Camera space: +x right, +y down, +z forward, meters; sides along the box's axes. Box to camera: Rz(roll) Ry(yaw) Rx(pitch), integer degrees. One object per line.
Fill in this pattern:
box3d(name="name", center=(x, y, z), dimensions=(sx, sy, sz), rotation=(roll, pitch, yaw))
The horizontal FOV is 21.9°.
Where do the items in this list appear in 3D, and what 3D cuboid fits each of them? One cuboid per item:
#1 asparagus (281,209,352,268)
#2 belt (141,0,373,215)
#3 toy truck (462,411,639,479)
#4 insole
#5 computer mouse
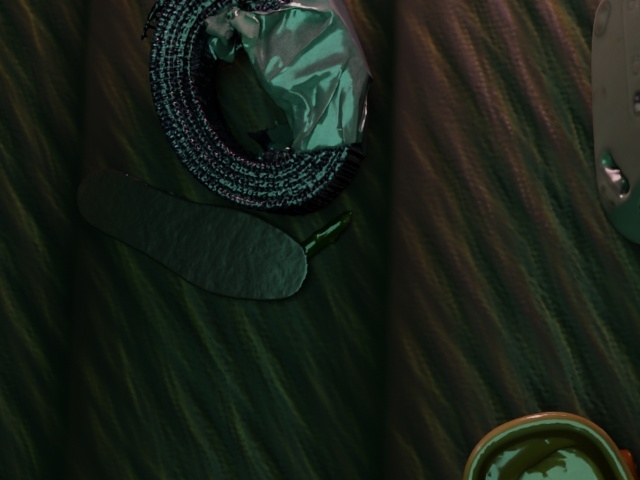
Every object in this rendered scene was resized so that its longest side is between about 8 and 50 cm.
box3d(name="asparagus", center=(0.000, -0.001, 2.022), dimensions=(0.108, 0.021, 0.025), rotation=(-38, 75, 7))
box3d(name="belt", center=(-0.070, -0.187, 2.007), dimensions=(0.260, 0.122, 0.325), rotation=(-23, 81, 13))
box3d(name="toy truck", center=(0.276, 0.339, 1.833), dimensions=(0.204, 0.211, 0.288), rotation=(-16, 77, 11))
box3d(name="insole", center=(-0.164, -0.006, 2.054), dimensions=(0.328, 0.007, 0.111), rotation=(22, 91, 17))
box3d(name="computer mouse", center=(0.396, -0.152, 1.897), dimensions=(0.197, 0.095, 0.331), rotation=(-9, 80, 52))
